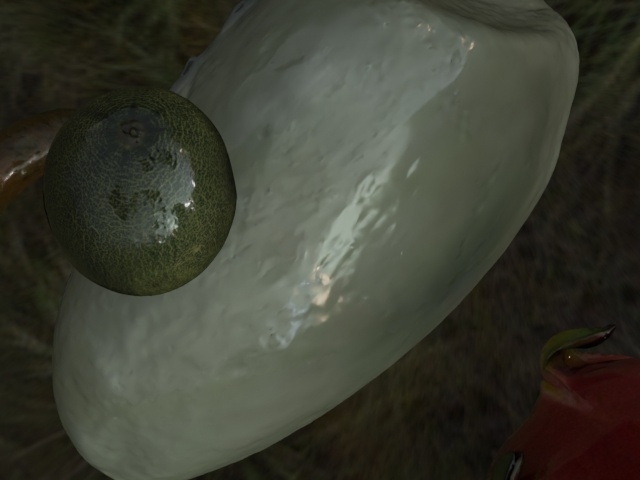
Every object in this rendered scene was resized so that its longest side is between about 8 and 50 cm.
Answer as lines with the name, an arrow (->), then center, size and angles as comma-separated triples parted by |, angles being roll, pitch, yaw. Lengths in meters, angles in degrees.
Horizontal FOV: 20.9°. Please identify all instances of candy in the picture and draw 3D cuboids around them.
candy -> 0.000, 0.000, 1.148 | 0.427, 0.386, 0.186 | -47, 72, 11

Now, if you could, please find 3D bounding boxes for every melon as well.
melon -> -0.091, -0.023, 0.876 | 0.098, 0.131, 0.098 | 1, 68, -2

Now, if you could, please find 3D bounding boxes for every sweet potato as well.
sweet potato -> -0.297, -0.036, 1.486 | 0.075, 0.075, 0.273 | 44, 64, 0

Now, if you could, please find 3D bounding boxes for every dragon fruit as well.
dragon fruit -> 0.278, 0.193, 1.412 | 0.305, 0.305, 0.226 | 12, 122, 4
